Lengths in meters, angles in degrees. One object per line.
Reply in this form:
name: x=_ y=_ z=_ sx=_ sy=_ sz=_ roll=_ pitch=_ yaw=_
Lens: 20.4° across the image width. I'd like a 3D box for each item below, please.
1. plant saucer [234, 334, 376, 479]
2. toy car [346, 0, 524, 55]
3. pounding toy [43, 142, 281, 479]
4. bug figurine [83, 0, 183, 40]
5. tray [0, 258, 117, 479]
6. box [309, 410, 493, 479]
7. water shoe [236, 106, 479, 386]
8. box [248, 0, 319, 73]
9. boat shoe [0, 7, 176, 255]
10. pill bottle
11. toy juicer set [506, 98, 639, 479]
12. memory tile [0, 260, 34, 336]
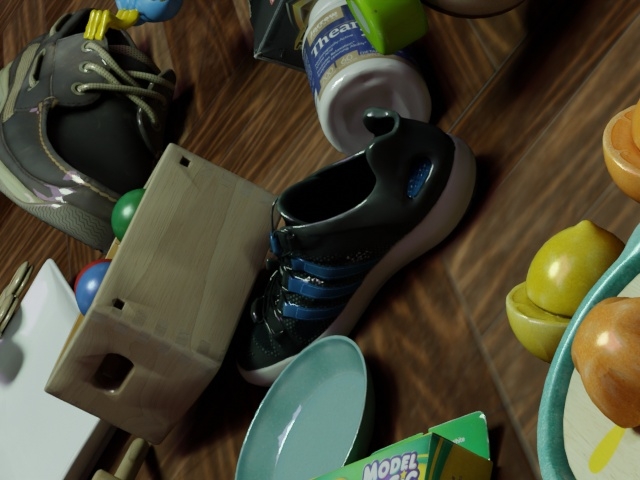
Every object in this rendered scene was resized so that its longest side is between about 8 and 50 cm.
plant saucer: x=-0.004 y=0.110 z=0.964 sx=0.119 sy=0.021 sz=0.119 roll=-43 pitch=31 yaw=33
toy car: x=0.066 y=-0.187 z=1.022 sx=0.155 sy=0.149 sz=0.188 roll=-30 pitch=-2 yaw=-3
pounding toy: x=-0.122 y=0.075 z=1.088 sx=0.181 sy=0.094 sz=0.206 roll=-52 pitch=14 yaw=55
bug figurine: x=-0.076 y=-0.257 z=1.240 sx=0.216 sy=0.072 sz=0.279 roll=28 pitch=98 yaw=66
tray: x=-0.201 y=0.118 z=1.316 sx=0.145 sy=0.030 sz=0.270 roll=-58 pitch=25 yaw=5
box: x=0.026 y=0.166 z=0.827 sx=0.105 sy=0.043 sz=0.179 roll=-30 pitch=38 yaw=49
water shoe: x=0.000 y=0.000 z=0.998 sx=0.203 sy=0.080 sz=0.073 roll=-46 pitch=29 yaw=29
box: x=0.025 y=-0.306 z=1.205 sx=0.293 sy=0.073 sz=0.295 roll=-103 pitch=32 yaw=-52
boat shoe: x=-0.187 y=-0.103 z=1.399 sx=0.130 sy=0.132 sz=0.355 roll=-56 pitch=27 yaw=12
pill bottle: x=0.025 y=-0.105 z=1.076 sx=0.067 sy=0.067 sz=0.120 roll=-50 pitch=27 yaw=22
toy juicer set: x=0.118 y=0.052 z=0.713 sx=0.209 sy=0.089 sz=0.329 roll=5 pitch=69 yaw=63
memory tile: x=-0.281 y=0.087 z=1.472 sx=0.148 sy=0.012 sz=0.113 roll=-49 pitch=16 yaw=47
